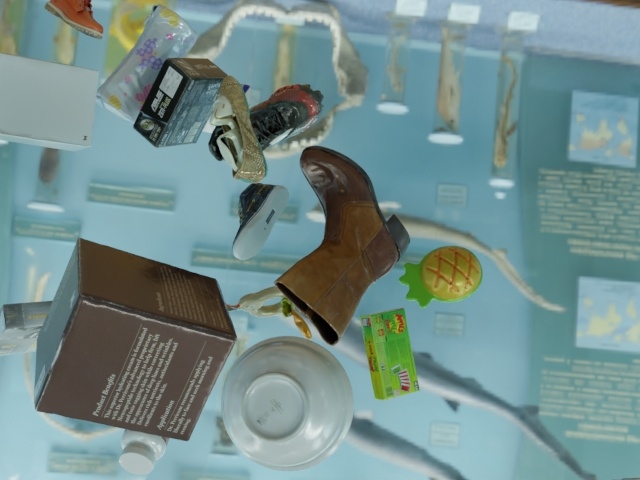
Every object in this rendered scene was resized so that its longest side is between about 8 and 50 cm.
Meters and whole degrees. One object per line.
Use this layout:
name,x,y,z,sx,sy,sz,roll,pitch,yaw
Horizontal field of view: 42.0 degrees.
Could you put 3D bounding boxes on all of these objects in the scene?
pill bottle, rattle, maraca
pill bottle,-0.462,0.513,2.240,0.121,0.216,0.121,5,128,6
rattle,-0.139,0.187,1.998,0.200,0.142,0.130,-5,166,-28
maraca,0.264,0.078,1.816,0.186,0.127,0.099,-18,159,-10

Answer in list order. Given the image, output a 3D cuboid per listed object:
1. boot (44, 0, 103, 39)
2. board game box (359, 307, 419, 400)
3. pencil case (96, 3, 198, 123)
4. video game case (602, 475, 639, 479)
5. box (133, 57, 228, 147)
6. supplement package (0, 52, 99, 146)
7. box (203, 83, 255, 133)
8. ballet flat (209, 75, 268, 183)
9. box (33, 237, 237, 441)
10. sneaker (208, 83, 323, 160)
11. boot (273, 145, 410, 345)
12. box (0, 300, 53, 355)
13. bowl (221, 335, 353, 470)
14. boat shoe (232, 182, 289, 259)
boot,-0.480,-0.464,1.670,0.158,0.084,0.059,37,-175,22
board game box,0.148,0.242,1.785,0.092,0.181,0.043,-9,177,-29
pencil case,-0.393,-0.396,1.887,0.113,0.273,0.124,32,178,31
video game case,0.400,0.443,1.104,0.269,0.244,0.061,2,177,-23
box,-0.298,-0.297,1.796,0.077,0.180,0.147,41,-153,16
supplement package,-0.549,-0.263,1.620,0.194,0.149,0.203,7,180,-25
box,-0.248,-0.323,2.014,0.137,0.126,0.072,14,141,20
ballet flat,-0.150,-0.192,1.430,0.067,0.206,0.073,-10,160,-34
box,-0.240,0.127,1.073,0.203,0.168,0.167,19,-162,-24
sneaker,-0.115,-0.222,1.638,0.276,0.097,0.135,-15,-155,37
boot,0.000,0.000,1.410,0.096,0.264,0.280,-23,-162,47
box,-0.605,0.187,1.783,0.183,0.056,0.231,-4,161,-35
bowl,-0.084,0.349,1.774,0.298,0.298,0.134,4,173,10
boat shoe,-0.141,-0.041,1.687,0.083,0.183,0.065,14,148,33
